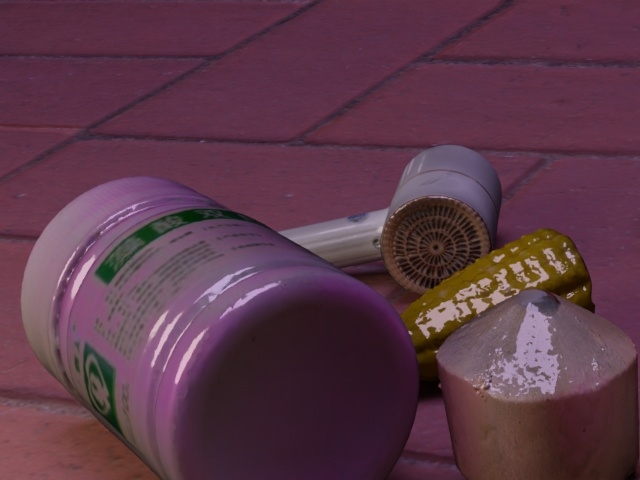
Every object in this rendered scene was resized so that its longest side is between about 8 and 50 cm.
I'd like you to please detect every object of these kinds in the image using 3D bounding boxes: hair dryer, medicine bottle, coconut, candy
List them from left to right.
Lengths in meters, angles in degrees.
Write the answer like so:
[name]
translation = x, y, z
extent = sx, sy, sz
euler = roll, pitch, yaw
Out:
[medicine bottle]
translation = -0.088, 0.081, 1.406
extent = 0.212, 0.212, 0.325
euler = -18, 23, -23
[hair dryer]
translation = 0.000, 0.000, 1.762
extent = 0.357, 0.108, 0.173
euler = -11, 18, 13
[candy]
translation = 0.137, 0.068, 1.523
extent = 0.199, 0.094, 0.106
euler = -24, 26, -19
[coconut]
translation = 0.163, 0.110, 1.311
extent = 0.147, 0.153, 0.147
euler = -9, 23, 4

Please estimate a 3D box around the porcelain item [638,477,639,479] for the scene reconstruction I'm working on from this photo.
[porcelain item]
translation = 0.237, 0.189, 1.213
extent = 0.084, 0.054, 0.213
euler = 5, 24, 38
